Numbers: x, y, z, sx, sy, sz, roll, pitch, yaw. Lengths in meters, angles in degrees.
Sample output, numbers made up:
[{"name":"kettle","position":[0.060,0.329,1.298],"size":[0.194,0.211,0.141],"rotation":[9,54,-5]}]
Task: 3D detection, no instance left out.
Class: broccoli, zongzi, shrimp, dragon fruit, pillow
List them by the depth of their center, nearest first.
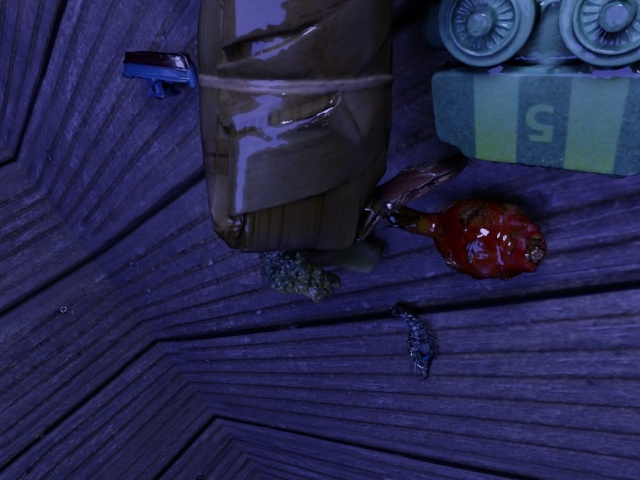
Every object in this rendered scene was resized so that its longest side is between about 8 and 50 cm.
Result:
[{"name":"zongzi","position":[-0.017,-0.297,0.550],"size":[0.218,0.500,0.467],"rotation":[5,126,-10]},{"name":"pillow","position":[0.116,-0.076,0.656],"size":[0.126,0.232,0.043],"rotation":[-14,101,47]},{"name":"dragon fruit","position":[0.206,-0.014,0.689],"size":[0.246,0.125,0.125],"rotation":[13,165,12]},{"name":"broccoli","position":[0.000,0.000,0.887],"size":[0.243,0.247,0.263],"rotation":[15,-176,-7]},{"name":"shrimp","position":[0.200,0.212,0.951],"size":[0.076,0.082,0.174],"rotation":[-12,106,53]}]

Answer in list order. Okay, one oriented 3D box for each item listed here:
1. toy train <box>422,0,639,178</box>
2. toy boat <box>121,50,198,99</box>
[{"name":"toy train","position":[0.254,-0.193,0.484],"size":[0.299,0.167,0.238],"rotation":[15,137,36]},{"name":"toy boat","position":[-0.334,-0.344,0.958],"size":[0.223,0.100,0.097],"rotation":[20,125,34]}]
